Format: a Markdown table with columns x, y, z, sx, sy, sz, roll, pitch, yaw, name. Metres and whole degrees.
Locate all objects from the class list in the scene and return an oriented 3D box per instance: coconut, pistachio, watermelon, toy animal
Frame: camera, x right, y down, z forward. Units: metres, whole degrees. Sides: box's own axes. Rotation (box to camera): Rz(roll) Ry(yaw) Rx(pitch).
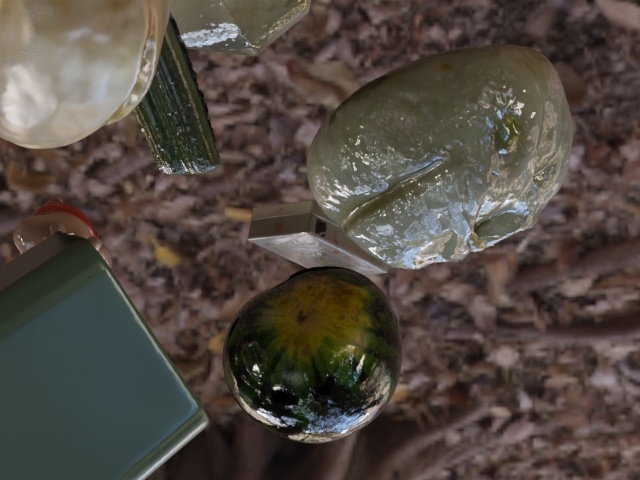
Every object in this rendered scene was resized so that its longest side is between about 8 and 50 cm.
| x | y | z | sx | sy | sz | roll | pitch | yaw | name |
| --- | --- | --- | --- | --- | --- | --- | --- | --- | --- |
| -0.140 | -0.371 | 1.751 | 0.259 | 0.259 | 0.259 | 2 | 150 | 1 | coconut |
| -0.277 | -0.238 | 1.333 | 0.229 | 0.238 | 0.321 | -29 | 170 | -45 | pistachio |
| -0.006 | 0.166 | 1.807 | 0.269 | 0.269 | 0.269 | 2 | 150 | 1 | watermelon |
| -0.461 | 0.023 | 2.213 | 0.171 | 0.197 | 0.171 | -19 | 129 | -25 | toy animal |

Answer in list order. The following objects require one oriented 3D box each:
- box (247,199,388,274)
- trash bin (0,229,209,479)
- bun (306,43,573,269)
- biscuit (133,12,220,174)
| x | y | z | sx | sy | sz | roll | pitch | yaw | name |
| --- | --- | --- | --- | --- | --- | --- | --- | --- | --- |
| 0.000 | 0.000 | 1.989 | 0.141 | 0.058 | 0.201 | -7 | 155 | 43 | box |
| -0.294 | 0.169 | 1.032 | 0.223 | 0.343 | 0.158 | 58 | 160 | -18 | trash bin |
| 0.170 | -0.093 | 1.607 | 0.365 | 0.219 | 0.365 | -21 | 158 | -9 | bun |
| -0.207 | -0.212 | 1.520 | 0.099 | 0.038 | 0.322 | -2 | 129 | 21 | biscuit |
